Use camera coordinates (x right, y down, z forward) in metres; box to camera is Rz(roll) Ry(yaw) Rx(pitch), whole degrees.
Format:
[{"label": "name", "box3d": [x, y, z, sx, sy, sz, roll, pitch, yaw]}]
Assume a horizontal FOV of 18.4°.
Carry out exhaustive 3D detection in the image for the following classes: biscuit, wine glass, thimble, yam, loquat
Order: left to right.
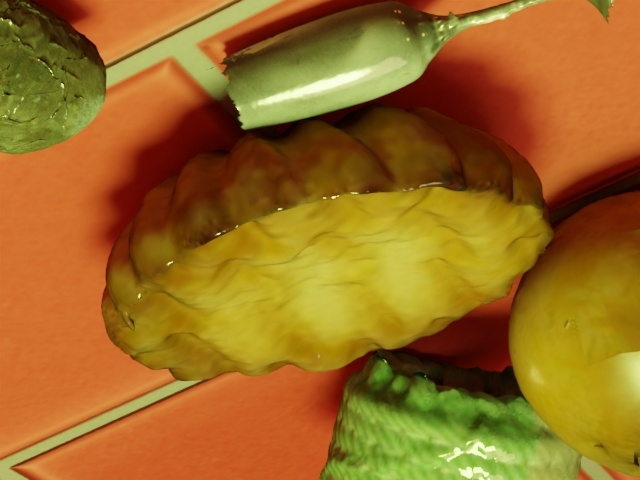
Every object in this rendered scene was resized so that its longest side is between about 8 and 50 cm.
[{"label": "yam", "box3d": [-0.213, -0.113, 1.154, 0.107, 0.107, 0.183, -31, 147, 23]}, {"label": "biscuit", "box3d": [0.000, 0.000, 1.403, 0.326, 0.107, 0.326, -11, 158, -5]}, {"label": "wine glass", "box3d": [0.057, -0.132, 1.276, 0.262, 0.074, 0.074, -18, 149, 5]}, {"label": "thimble", "box3d": [0.116, 0.180, 1.657, 0.219, 0.219, 0.150, 10, 97, -36]}, {"label": "loquat", "box3d": [0.261, 0.070, 1.525, 0.235, 0.235, 0.235, -12, 148, -7]}]
